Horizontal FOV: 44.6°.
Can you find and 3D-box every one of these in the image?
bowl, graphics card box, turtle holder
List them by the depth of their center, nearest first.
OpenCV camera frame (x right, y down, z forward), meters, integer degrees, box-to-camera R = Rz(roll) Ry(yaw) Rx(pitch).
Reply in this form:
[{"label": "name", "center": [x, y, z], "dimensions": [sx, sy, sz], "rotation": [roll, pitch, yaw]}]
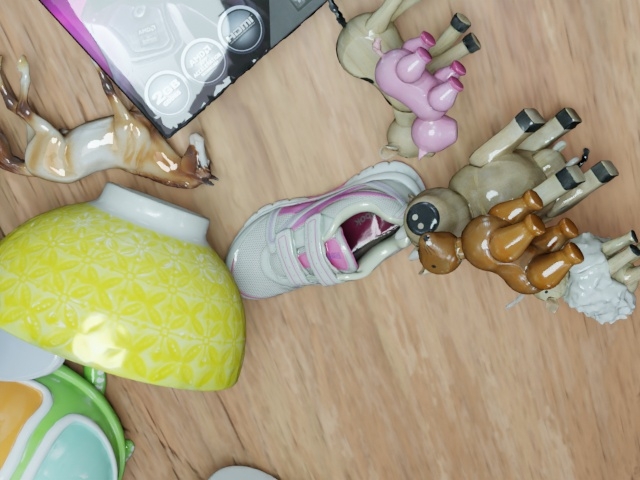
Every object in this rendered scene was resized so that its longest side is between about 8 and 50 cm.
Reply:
[{"label": "graphics card box", "center": [-0.182, -0.307, 0.724], "dimensions": [0.233, 0.094, 0.371], "rotation": [-40, 108, 2]}, {"label": "bowl", "center": [-0.197, 0.030, 0.819], "dimensions": [0.290, 0.289, 0.156], "rotation": [21, 91, -7]}, {"label": "turtle holder", "center": [-0.376, 0.309, 0.950], "dimensions": [0.243, 0.227, 0.320], "rotation": [18, 113, -6]}]

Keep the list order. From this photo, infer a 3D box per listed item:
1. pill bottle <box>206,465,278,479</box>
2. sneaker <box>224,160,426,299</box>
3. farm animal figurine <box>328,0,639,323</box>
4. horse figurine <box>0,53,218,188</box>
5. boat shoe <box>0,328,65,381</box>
[{"label": "pill bottle", "center": [-0.171, 0.480, 1.031], "dimensions": [0.204, 0.204, 0.361], "rotation": [32, 111, -11]}, {"label": "sneaker", "center": [0.000, 0.000, 0.864], "dimensions": [0.252, 0.111, 0.103], "rotation": [-28, 110, 13]}, {"label": "farm animal figurine", "center": [0.148, -0.067, 0.773], "dimensions": [0.327, 0.330, 0.172], "rotation": [10, 142, -42]}, {"label": "horse figurine", "center": [-0.257, -0.124, 0.843], "dimensions": [0.263, 0.066, 0.174], "rotation": [-11, 113, 0]}, {"label": "boat shoe", "center": [-0.396, 0.105, 0.916], "dimensions": [0.258, 0.084, 0.095], "rotation": [11, 87, 18]}]
